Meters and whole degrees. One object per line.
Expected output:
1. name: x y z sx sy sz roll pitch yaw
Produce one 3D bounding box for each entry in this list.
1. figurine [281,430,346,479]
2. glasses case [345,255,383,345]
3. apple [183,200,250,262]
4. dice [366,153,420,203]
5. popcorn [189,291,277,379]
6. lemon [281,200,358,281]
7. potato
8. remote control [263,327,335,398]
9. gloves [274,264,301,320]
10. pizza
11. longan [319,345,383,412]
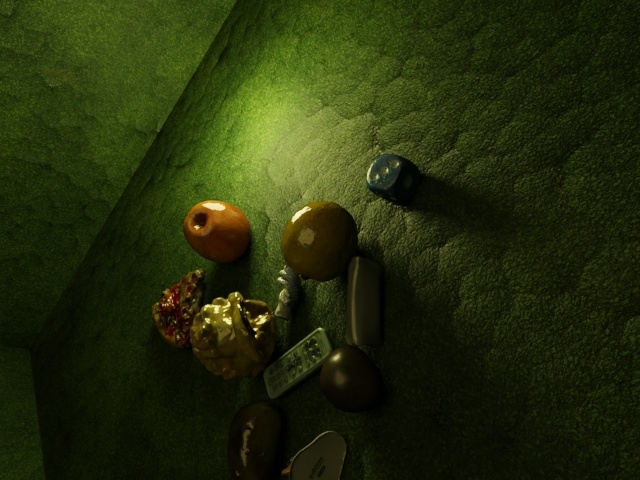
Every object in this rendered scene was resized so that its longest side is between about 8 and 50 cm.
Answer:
1. figurine: -0.024 0.741 1.505 0.250 0.166 0.141 -45 4 -15
2. glasses case: 0.152 0.214 1.556 0.083 0.128 0.308 146 132 -59
3. apple: -0.493 -0.045 2.140 0.299 0.275 0.299 -16 60 30
4. dice: 0.261 -0.220 1.624 0.146 0.143 0.146 20 85 41
5. popcorn: -0.320 0.360 1.738 0.381 0.349 0.349 137 138 -56
6. lemon: 0.001 0.000 1.666 0.297 0.297 0.297 -18 60 36
7. potato: -0.246 0.740 1.637 0.210 0.173 0.308 -15 60 35
8. remote control: -0.080 0.463 1.683 0.335 0.065 0.128 -41 47 22
9. gloves: -0.130 0.209 1.824 0.119 0.097 0.229 114 161 -80
10. pizza: -0.717 0.308 2.286 0.440 0.130 0.406 26 92 45
11. longan: 0.094 0.444 1.448 0.196 0.196 0.220 -46 45 18
